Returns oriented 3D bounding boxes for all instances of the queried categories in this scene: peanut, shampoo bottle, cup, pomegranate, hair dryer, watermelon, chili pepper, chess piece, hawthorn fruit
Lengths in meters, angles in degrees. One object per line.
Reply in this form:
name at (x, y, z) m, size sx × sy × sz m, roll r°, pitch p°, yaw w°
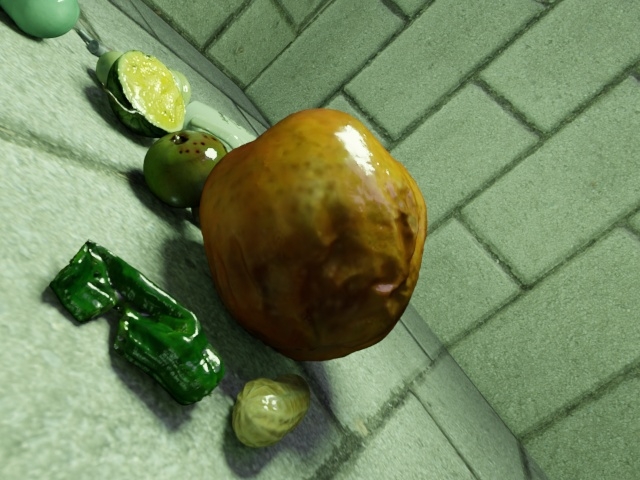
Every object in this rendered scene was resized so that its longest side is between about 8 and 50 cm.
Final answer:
peanut at (-0.070, 0.247, 0.613) m, size 0.094 × 0.083 × 0.194 m, roll 16°, pitch -3°, yaw 16°
shampoo bottle at (-0.683, -0.601, 0.889) m, size 0.349 × 0.151 × 0.222 m, roll 47°, pitch 6°, yaw -5°
cup at (-0.290, -0.275, 1.147) m, size 0.234 × 0.186 × 0.258 m, roll 40°, pitch -14°, yaw -14°
pomegranate at (-0.287, -0.132, 0.880) m, size 0.180 × 0.210 × 0.179 m, roll 17°, pitch 27°, yaw -9°
hair dryer at (-0.661, -0.575, 1.189) m, size 0.114 × 0.037 × 0.063 m, roll 43°, pitch 9°, yaw 5°
watermelon at (-0.436, -0.340, 1.004) m, size 0.204 × 0.128 × 0.231 m, roll 52°, pitch 31°, yaw -41°
chili pepper at (-0.221, 0.102, 0.524) m, size 0.253 × 0.083 × 0.099 m, roll 44°, pitch 21°, yaw -6°
chess piece at (-0.497, -0.436, 1.135) m, size 0.144 × 0.144 × 0.251 m, roll 51°, pitch 18°, yaw 10°
hawthorn fruit at (0.000, 0.000, 0.789) m, size 0.471 × 0.472 × 0.471 m, roll 47°, pitch 12°, yaw -13°
